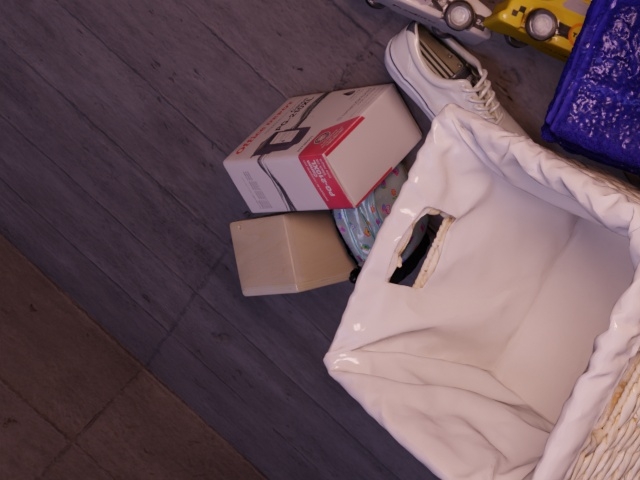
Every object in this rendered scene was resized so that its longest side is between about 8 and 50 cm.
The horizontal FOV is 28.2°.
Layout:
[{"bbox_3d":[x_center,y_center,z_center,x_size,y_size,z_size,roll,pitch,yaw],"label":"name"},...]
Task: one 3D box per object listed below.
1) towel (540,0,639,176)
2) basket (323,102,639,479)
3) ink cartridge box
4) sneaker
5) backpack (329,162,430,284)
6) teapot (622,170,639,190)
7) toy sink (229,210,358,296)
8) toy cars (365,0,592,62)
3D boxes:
[{"bbox_3d":[0.357,-0.207,1.233,0.227,0.308,0.076,23,-172,30],"label":"towel"},{"bbox_3d":[0.239,0.085,1.306,0.266,0.328,0.331,13,-163,-39],"label":"basket"},{"bbox_3d":[-0.001,-0.130,1.837,0.237,0.172,0.100,-1,128,50],"label":"ink cartridge box"},{"bbox_3d":[0.187,-0.177,1.635,0.258,0.094,0.091,43,154,2],"label":"sneaker"},{"bbox_3d":[0.088,-0.037,1.902,0.115,0.152,0.182,-9,120,35],"label":"backpack"},{"bbox_3d":[0.465,-0.085,1.354,0.256,0.187,0.252,36,-177,-43],"label":"teapot"},{"bbox_3d":[0.000,0.000,2.016,0.153,0.234,0.131,-7,95,54],"label":"toy sink"},{"bbox_3d":[0.207,-0.276,1.491,0.393,0.087,0.176,23,180,34],"label":"toy cars"}]
